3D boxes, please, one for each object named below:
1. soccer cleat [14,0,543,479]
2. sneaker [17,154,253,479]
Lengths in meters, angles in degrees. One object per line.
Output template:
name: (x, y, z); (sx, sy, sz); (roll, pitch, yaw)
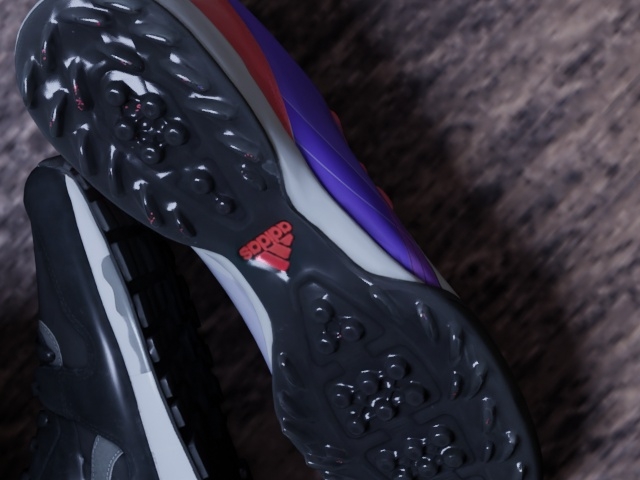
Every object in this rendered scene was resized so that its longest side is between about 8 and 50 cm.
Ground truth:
soccer cleat: (0.000, 0.000, 0.612); (0.108, 0.116, 0.318); (-32, 107, 27)
sneaker: (-0.103, 0.105, 0.615); (0.124, 0.107, 0.283); (-19, 90, 6)
